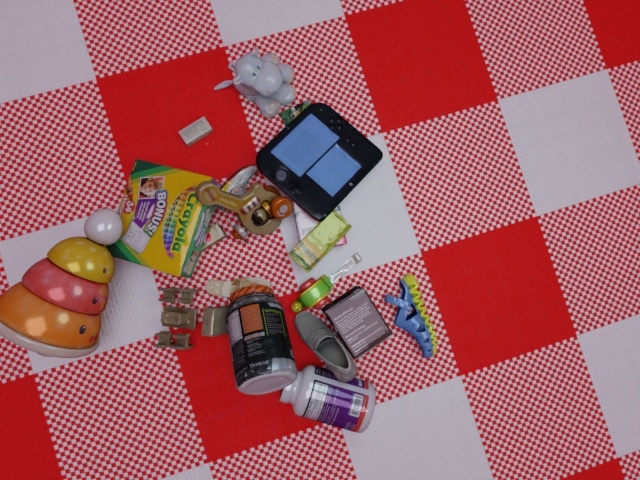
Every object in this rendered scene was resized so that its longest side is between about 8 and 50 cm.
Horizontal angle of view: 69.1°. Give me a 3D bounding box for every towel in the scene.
[{"bbox_3d":[0.000,0.000,1.686,0.102,0.021,0.237,44,85,-3],"label":"towel"}]

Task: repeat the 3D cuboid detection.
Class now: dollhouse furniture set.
[{"bbox_3d":[-0.455,0.283,1.693,0.242,0.161,0.212,2,85,18],"label":"dollhouse furniture set"}]

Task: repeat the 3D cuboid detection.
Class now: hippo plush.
[{"bbox_3d":[-0.221,-0.620,1.705,0.294,0.236,0.234,30,84,-2],"label":"hippo plush"}]

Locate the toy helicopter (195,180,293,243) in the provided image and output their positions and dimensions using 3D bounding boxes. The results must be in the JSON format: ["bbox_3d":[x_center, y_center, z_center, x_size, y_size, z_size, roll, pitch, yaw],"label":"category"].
[{"bbox_3d":[-0.289,-0.109,1.654,0.355,0.140,0.234,20,105,-40],"label":"toy helicopter"}]

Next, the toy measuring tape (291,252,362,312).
[{"bbox_3d":[0.026,0.158,1.730,0.330,0.121,0.121,-38,89,-6],"label":"toy measuring tape"}]

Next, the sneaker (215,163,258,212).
[{"bbox_3d":[-0.314,-0.201,1.755,0.225,0.088,0.093,-47,111,-6],"label":"sneaker"}]

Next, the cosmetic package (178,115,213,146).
[{"bbox_3d":[-0.473,-0.414,1.768,0.115,0.041,0.060,-32,88,-6],"label":"cosmetic package"}]

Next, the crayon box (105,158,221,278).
[{"bbox_3d":[-0.561,-0.079,1.661,0.313,0.106,0.362,14,84,15],"label":"crayon box"}]

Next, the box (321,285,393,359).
[{"bbox_3d":[0.130,0.295,1.700,0.167,0.168,0.203,-33,89,-6],"label":"box"}]

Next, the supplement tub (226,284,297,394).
[{"bbox_3d":[-0.210,0.336,1.601,0.207,0.207,0.337,-12,57,-5],"label":"supplement tub"}]

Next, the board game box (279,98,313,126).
[{"bbox_3d":[-0.042,-0.407,1.810,0.136,0.030,0.259,-27,88,-4],"label":"board game box"}]

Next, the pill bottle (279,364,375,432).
[{"bbox_3d":[0.023,0.559,1.666,0.323,0.181,0.181,17,85,-3],"label":"pill bottle"}]

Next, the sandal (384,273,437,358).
[{"bbox_3d":[0.338,0.293,1.749,0.138,0.126,0.317,-20,79,-2],"label":"sandal"}]

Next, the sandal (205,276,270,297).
[{"bbox_3d":[-0.306,0.179,1.718,0.240,0.079,0.088,2,86,-5],"label":"sandal"}]

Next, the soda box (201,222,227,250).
[{"bbox_3d":[-0.441,0.007,1.729,0.181,0.061,0.058,-32,89,-6],"label":"soda box"}]

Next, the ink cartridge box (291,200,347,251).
[{"bbox_3d":[-0.010,-0.084,1.751,0.172,0.100,0.237,-11,88,-5],"label":"ink cartridge box"}]

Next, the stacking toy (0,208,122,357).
[{"bbox_3d":[-0.806,0.109,1.530,0.351,0.350,0.479,29,89,-2],"label":"stacking toy"}]

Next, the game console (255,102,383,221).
[{"bbox_3d":[-0.006,-0.301,1.709,0.342,0.060,0.386,40,72,8],"label":"game console"}]

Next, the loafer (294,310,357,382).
[{"bbox_3d":[0.014,0.361,1.659,0.112,0.111,0.319,-37,57,-17],"label":"loafer"}]
